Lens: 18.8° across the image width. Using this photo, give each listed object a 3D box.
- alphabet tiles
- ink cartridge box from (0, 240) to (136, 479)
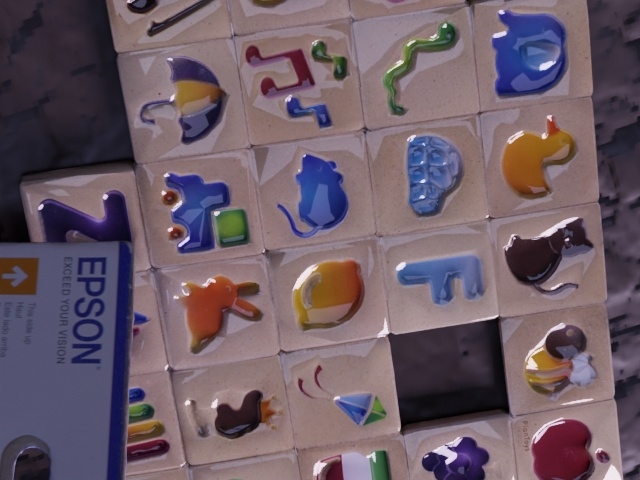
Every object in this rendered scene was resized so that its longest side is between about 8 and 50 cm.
[{"bbox_3d":[0.000,0.000,0.673,0.198,0.009,0.237,-9,113,-1],"label":"alphabet tiles"},{"bbox_3d":[-0.171,0.093,0.587,0.224,0.223,0.045,3,143,-5],"label":"ink cartridge box"}]
